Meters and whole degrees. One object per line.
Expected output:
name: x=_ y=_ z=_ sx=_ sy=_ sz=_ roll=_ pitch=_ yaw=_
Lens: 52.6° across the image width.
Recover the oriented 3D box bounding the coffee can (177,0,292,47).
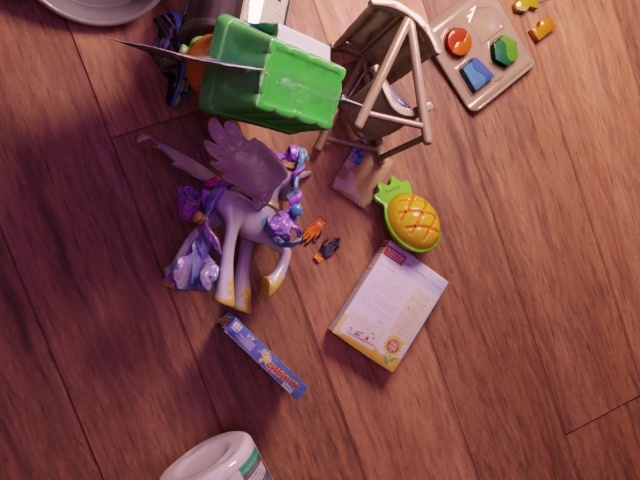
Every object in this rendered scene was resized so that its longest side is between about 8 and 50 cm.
coffee can: x=-0.148 y=-0.493 z=1.247 sx=0.201 sy=0.201 sz=0.276 roll=12 pitch=82 yaw=-15

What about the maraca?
maraca: x=0.189 y=-0.056 z=1.408 sx=0.127 sy=0.099 sz=0.186 roll=-24 pitch=76 yaw=-33

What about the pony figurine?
pony figurine: x=-0.168 y=-0.062 z=1.243 sx=0.351 sy=0.302 sz=0.364 roll=26 pitch=78 yaw=-46

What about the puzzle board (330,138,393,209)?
puzzle board: x=0.091 y=-0.146 z=1.423 sx=0.096 sy=0.011 sz=0.128 roll=32 pitch=81 yaw=-12

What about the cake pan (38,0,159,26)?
cake pan: x=-0.413 y=-0.539 z=1.177 sx=0.292 sy=0.054 sz=0.293 roll=-8 pitch=134 yaw=-8

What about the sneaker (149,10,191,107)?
sneaker: x=-0.300 y=-0.358 z=1.293 sx=0.078 sy=0.067 sz=0.188 roll=-3 pitch=93 yaw=5

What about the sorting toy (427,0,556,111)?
sorting toy: x=0.401 y=-0.473 z=1.493 sx=0.307 sy=0.041 sz=0.229 roll=-39 pitch=100 yaw=-12

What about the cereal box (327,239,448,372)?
cereal box: x=0.150 y=0.142 z=1.420 sx=0.173 sy=0.047 sz=0.240 roll=36 pitch=80 yaw=-13

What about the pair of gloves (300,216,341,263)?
pair of gloves: x=0.000 y=0.000 z=1.397 sx=0.074 sy=0.010 sz=0.083 roll=-42 pitch=101 yaw=-12

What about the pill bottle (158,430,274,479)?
pill bottle: x=-0.148 y=0.576 z=1.257 sx=0.204 sy=0.204 sz=0.361 roll=-28 pitch=97 yaw=-14

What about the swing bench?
swing bench: x=0.115 y=-0.307 z=1.297 sx=0.165 sy=0.253 sz=0.255 roll=10 pitch=85 yaw=-16

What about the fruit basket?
fruit basket: x=-0.146 y=-0.301 z=1.121 sx=0.327 sy=0.353 sz=0.166 roll=5 pitch=109 yaw=-50

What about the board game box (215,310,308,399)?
board game box: x=-0.120 y=0.228 z=1.299 sx=0.201 sy=0.136 sz=0.035 roll=46 pitch=78 yaw=-10
